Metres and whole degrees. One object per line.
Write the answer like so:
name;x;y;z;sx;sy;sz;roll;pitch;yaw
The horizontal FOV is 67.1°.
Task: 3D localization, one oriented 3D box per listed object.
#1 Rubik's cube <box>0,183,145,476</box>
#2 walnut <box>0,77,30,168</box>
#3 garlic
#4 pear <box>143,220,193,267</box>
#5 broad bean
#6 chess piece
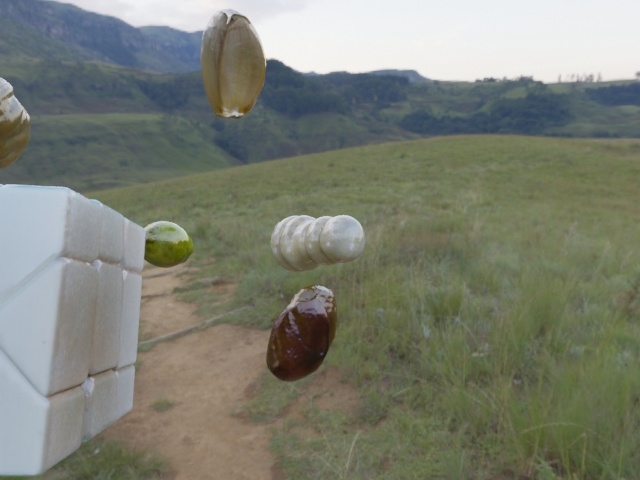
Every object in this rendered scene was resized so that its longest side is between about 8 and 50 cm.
Rubik's cube;-0.444;0.105;0.651;0.321;0.319;0.316;2;-8;-3
walnut;-0.864;-0.301;1.157;0.284;0.297;0.285;-16;34;12
garlic;-0.193;-0.389;1.050;0.145;0.245;0.164;3;45;-5
pear;-0.353;0.010;1.093;0.131;0.107;0.107;14;0;-41
broad bean;-0.043;0.210;1.108;0.156;0.229;0.122;22;-4;-30
chess piece;0.000;0.000;1.119;0.142;0.143;0.260;-13;3;-32
